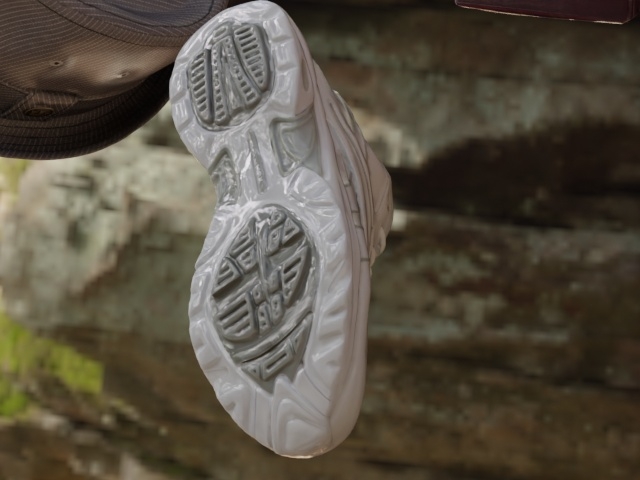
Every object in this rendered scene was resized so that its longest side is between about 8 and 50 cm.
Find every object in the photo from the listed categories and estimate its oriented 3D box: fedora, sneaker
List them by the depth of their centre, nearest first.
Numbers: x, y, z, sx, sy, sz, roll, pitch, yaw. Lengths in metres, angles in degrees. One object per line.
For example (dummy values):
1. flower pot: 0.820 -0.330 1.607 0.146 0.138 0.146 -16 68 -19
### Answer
1. sneaker: 0.000 0.000 0.884 0.090 0.232 0.115 -23 -34 27
2. fedora: -0.157 -0.174 1.094 0.275 0.244 0.124 17 -16 -37

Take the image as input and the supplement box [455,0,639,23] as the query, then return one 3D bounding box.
1. supplement box: 0.105 -0.196 0.770 0.080 0.188 0.104 9 32 24
